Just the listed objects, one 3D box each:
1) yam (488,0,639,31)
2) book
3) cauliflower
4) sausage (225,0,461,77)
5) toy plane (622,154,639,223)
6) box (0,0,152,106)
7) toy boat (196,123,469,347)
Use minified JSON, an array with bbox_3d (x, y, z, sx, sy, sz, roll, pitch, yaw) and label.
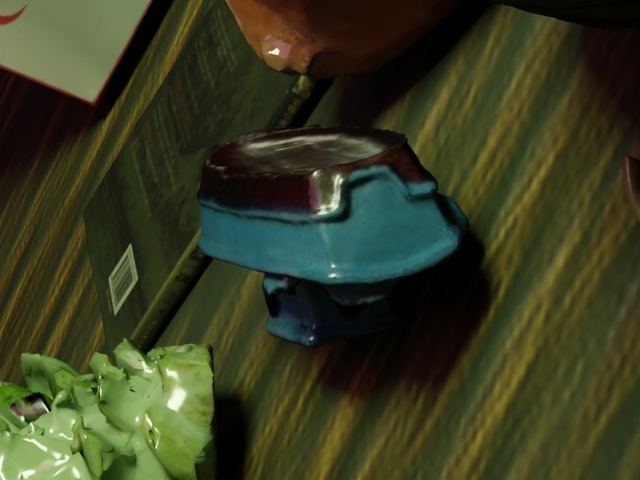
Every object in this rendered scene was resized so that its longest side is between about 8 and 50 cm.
[{"bbox_3d":[0.084,-0.166,0.661,0.195,0.195,0.300,-61,-13,13],"label":"yam"},{"bbox_3d":[-0.072,-0.054,1.171,0.228,0.024,0.160,-55,28,25],"label":"book"},{"bbox_3d":[-0.152,0.138,1.000,0.275,0.250,0.272,56,170,26],"label":"cauliflower"},{"bbox_3d":[0.034,-0.189,0.933,0.254,0.148,0.148,-44,34,42],"label":"sausage"},{"bbox_3d":[0.167,-0.006,0.573,0.229,0.092,0.244,-26,48,52],"label":"toy plane"},{"bbox_3d":[-0.233,-0.326,1.378,0.300,0.312,0.314,-59,25,22],"label":"box"},{"bbox_3d":[0.000,0.000,0.920,0.223,0.100,0.097,-166,62,-70],"label":"toy boat"}]
